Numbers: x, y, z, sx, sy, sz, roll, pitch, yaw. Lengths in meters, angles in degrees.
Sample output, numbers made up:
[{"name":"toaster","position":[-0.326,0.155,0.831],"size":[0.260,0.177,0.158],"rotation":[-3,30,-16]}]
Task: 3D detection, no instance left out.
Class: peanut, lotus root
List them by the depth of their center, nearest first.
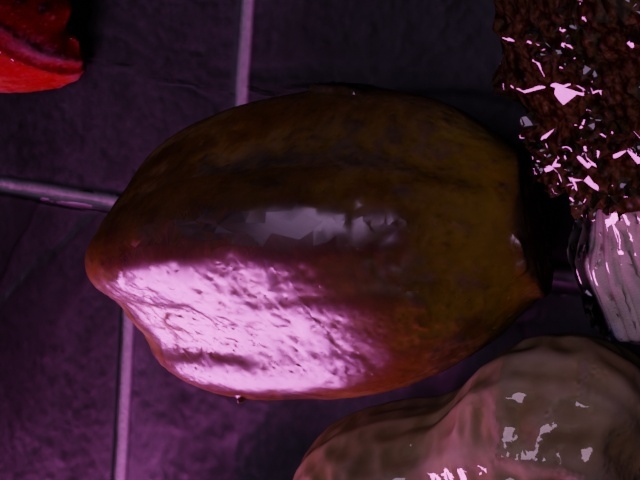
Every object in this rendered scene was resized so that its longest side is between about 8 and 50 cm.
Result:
[{"name":"peanut","position":[0.079,0.149,0.817],"size":[0.298,0.120,0.136],"rotation":[-29,103,37]},{"name":"lotus root","position":[0.005,-0.003,0.833],"size":[0.291,0.193,0.193],"rotation":[-6,91,38]}]

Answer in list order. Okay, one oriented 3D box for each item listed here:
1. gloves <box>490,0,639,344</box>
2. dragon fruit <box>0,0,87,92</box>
[{"name":"gloves","position":[0.179,-0.094,0.664],"size":[0.210,0.135,0.312],"rotation":[-3,117,52]},{"name":"dragon fruit","position":[-0.321,-0.239,0.958],"size":[0.282,0.100,0.343],"rotation":[5,128,19]}]
